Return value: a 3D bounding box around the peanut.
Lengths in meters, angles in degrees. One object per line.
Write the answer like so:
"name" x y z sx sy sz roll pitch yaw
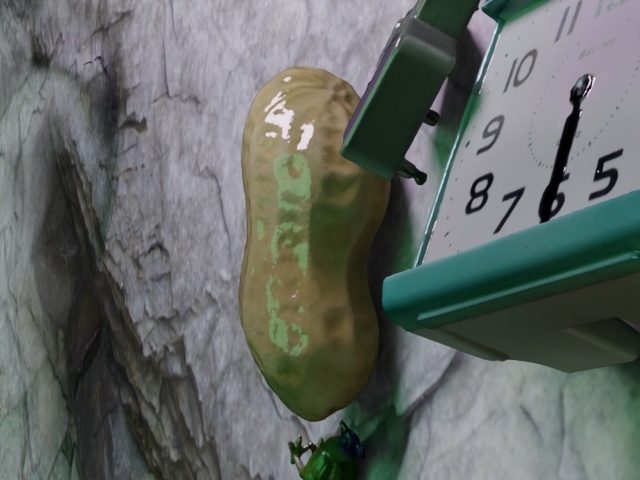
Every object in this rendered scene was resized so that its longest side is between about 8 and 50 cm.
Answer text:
"peanut" 0.000 0.000 1.179 0.125 0.111 0.275 -8 81 48

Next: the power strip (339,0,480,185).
"power strip" 0.074 -0.126 1.017 0.145 0.061 0.216 -64 2 17

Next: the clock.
"clock" 0.166 -0.055 0.816 0.262 0.116 0.231 -22 44 60

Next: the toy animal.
"toy animal" -0.008 0.204 1.229 0.217 0.041 0.075 113 148 -41
